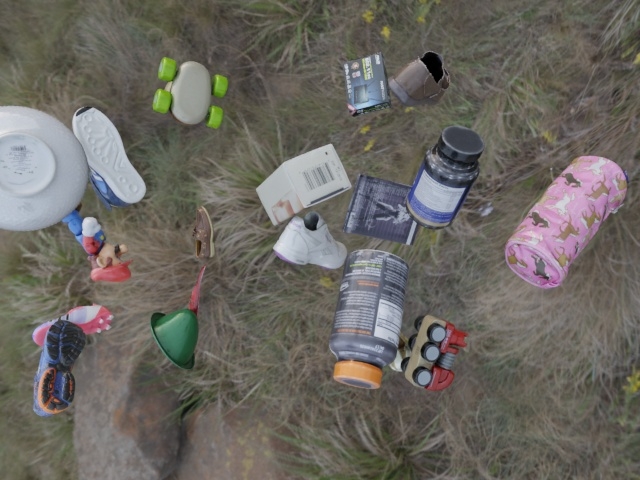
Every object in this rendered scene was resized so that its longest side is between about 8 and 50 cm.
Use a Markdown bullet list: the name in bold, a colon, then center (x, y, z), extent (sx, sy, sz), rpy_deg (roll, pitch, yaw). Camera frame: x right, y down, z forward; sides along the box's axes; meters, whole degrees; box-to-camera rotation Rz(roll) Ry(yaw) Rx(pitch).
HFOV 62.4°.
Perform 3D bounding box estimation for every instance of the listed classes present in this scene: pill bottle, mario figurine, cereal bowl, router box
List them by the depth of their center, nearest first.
- **pill bottle**: center (0.089, 0.151, 1.006), extent (0.130, 0.130, 0.246), rpy_deg (2, 64, 23)
- **pill bottle**: center (0.275, -0.137, 1.164), extent (0.123, 0.123, 0.219), rpy_deg (33, 140, 16)
- **router box**: center (0.103, -0.346, 1.176), extent (0.092, 0.038, 0.122), rpy_deg (-11, 79, 18)
- **cereal bowl**: center (-0.784, -0.190, 1.380), extent (0.141, 0.339, 0.339), rpy_deg (3, 101, 61)
- **mario figurine**: center (-0.734, -0.006, 1.776), extent (0.170, 0.198, 0.320), rpy_deg (-30, 100, 20)

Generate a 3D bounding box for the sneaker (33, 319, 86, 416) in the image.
- **sneaker**: center (-0.549, 0.259, 1.088), extent (0.087, 0.083, 0.221), rpy_deg (-39, 38, 27)

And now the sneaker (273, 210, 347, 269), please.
- **sneaker**: center (0.000, 0.000, 1.532), extent (0.114, 0.305, 0.152), rpy_deg (31, 103, 31)

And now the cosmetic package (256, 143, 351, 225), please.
- **cosmetic package**: center (-0.054, -0.143, 1.441), extent (0.153, 0.296, 0.129), rpy_deg (-26, 93, -20)

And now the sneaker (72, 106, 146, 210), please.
- **sneaker**: center (-0.695, -0.246, 1.660), extent (0.236, 0.130, 0.323), rpy_deg (0, 125, 48)

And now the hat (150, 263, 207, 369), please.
- **hat**: center (-0.335, 0.213, 1.422), extent (0.183, 0.173, 0.208), rpy_deg (-34, 97, 5)

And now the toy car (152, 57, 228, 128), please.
- **toy car**: center (-0.338, -0.343, 1.295), extent (0.188, 0.155, 0.149), rpy_deg (-1, 80, 59)

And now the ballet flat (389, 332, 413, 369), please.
- **ballet flat**: center (0.239, 0.356, 1.736), extent (0.123, 0.123, 0.348), rpy_deg (-21, 124, 25)

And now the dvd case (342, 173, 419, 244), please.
- **dvd case**: center (0.183, -0.083, 1.469), extent (0.221, 0.018, 0.164), rpy_deg (11, 104, -20)

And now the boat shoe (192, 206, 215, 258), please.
- **boat shoe**: center (-0.382, -0.021, 1.707), extent (0.064, 0.060, 0.178), rpy_deg (30, 129, 48)

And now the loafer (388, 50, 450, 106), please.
- **loafer**: center (0.320, -0.474, 1.540), extent (0.134, 0.366, 0.130), rpy_deg (49, 124, -1)

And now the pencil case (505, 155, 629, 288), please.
- **pencil case**: center (0.629, -0.050, 1.350), extent (0.167, 0.386, 0.160), rpy_deg (28, 152, 39)

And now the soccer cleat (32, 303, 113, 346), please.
- **soccer cleat**: center (-0.696, 0.233, 1.474), extent (0.095, 0.248, 0.083), rpy_deg (27, 108, 23)

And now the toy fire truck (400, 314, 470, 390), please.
- **toy fire truck**: center (0.400, 0.366, 1.692), extent (0.246, 0.158, 0.217), rpy_deg (17, 92, -17)
